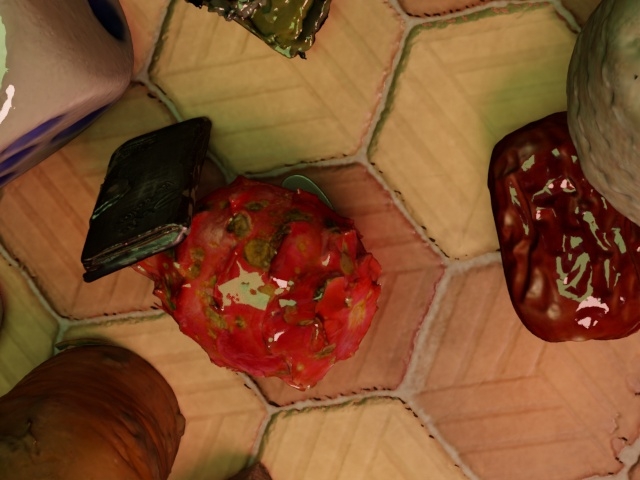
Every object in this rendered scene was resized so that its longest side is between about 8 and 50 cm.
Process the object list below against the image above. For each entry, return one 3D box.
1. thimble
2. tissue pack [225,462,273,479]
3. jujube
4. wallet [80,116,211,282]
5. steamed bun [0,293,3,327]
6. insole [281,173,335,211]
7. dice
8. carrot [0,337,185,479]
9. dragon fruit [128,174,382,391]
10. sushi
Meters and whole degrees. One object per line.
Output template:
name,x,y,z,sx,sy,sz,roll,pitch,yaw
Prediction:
thimble,0.369,-0.149,1.334,0.291,0.195,0.291,3,76,-12
tissue pack,-0.110,0.337,1.610,0.169,0.082,0.120,-32,94,14
jujube,0.245,-0.009,1.449,0.155,0.155,0.230,-19,90,13
wallet,-0.175,-0.050,1.482,0.122,0.232,0.031,-20,121,14
steamed bun,-0.477,0.087,1.603,0.218,0.144,0.211,40,104,1
insole,0.000,0.000,1.569,0.053,0.002,0.152,-19,96,13
dice,-0.377,-0.186,1.452,0.304,0.304,0.277,-30,94,15
carrot,-0.263,0.249,1.495,0.224,0.340,0.224,2,103,7
dragon fruit,-0.069,0.034,1.490,0.268,0.210,0.205,14,133,8
sushi,-0.114,-0.298,1.467,0.291,0.131,0.139,30,108,-4
